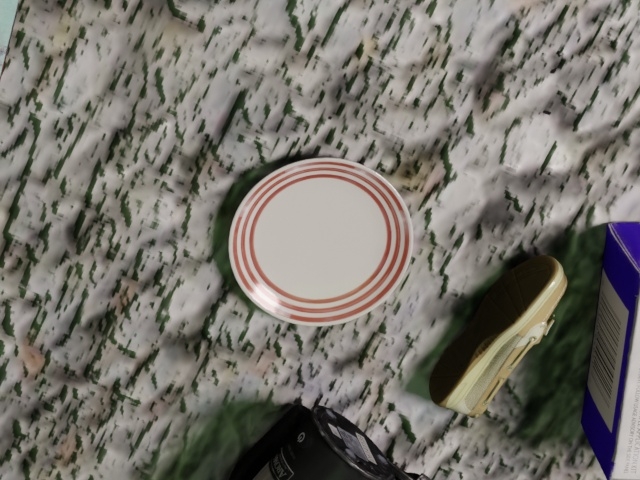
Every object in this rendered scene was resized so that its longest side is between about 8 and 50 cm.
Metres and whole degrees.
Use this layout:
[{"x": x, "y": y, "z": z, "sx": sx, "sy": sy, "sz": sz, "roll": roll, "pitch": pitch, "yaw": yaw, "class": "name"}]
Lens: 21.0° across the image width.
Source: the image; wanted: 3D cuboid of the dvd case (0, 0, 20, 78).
[{"x": -0.265, "y": -0.140, "z": 1.224, "sx": 0.087, "sy": 0.013, "sz": 0.119, "roll": 14, "pitch": 114, "yaw": -12, "class": "dvd case"}]

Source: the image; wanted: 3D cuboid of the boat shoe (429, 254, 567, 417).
[{"x": 0.146, "y": 0.076, "z": 1.344, "sx": 0.048, "sy": 0.056, "sz": 0.153, "roll": 26, "pitch": 112, "yaw": -26, "class": "boat shoe"}]

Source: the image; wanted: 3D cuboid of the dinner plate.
[{"x": 0.000, "y": 0.000, "z": 1.313, "sx": 0.141, "sy": 0.017, "sz": 0.141, "roll": -2, "pitch": 116, "yaw": -4, "class": "dinner plate"}]

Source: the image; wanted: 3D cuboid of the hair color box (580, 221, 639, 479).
[{"x": 0.387, "y": 0.090, "z": 1.343, "sx": 0.338, "sy": 0.110, "sz": 0.185, "roll": 0, "pitch": 114, "yaw": -7, "class": "hair color box"}]

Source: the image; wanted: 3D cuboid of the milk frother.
[{"x": 0.005, "y": 0.213, "z": 1.353, "sx": 0.143, "sy": 0.129, "sz": 0.135, "roll": 39, "pitch": 103, "yaw": -14, "class": "milk frother"}]
